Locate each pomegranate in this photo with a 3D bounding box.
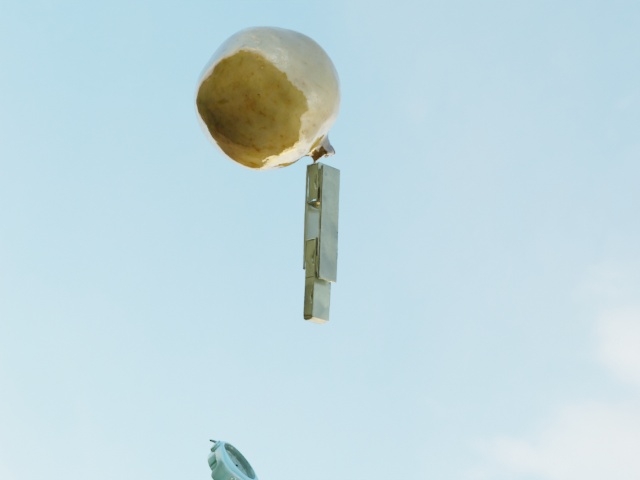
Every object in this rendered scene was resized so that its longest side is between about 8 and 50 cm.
[{"bbox_3d":[-0.058,-0.166,1.373,0.196,0.196,0.196,26,-49,34],"label":"pomegranate"}]

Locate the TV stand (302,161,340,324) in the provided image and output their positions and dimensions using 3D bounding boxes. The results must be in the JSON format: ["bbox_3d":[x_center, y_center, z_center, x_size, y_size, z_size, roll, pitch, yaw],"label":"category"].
[{"bbox_3d":[0.000,0.000,1.656,0.042,0.036,0.249,-18,-118,44],"label":"TV stand"}]

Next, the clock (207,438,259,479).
[{"bbox_3d":[-0.163,0.412,2.029,0.108,0.045,0.147,47,4,-27],"label":"clock"}]
